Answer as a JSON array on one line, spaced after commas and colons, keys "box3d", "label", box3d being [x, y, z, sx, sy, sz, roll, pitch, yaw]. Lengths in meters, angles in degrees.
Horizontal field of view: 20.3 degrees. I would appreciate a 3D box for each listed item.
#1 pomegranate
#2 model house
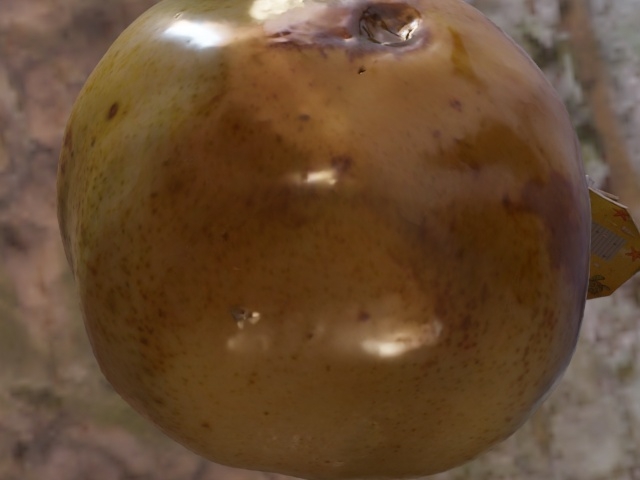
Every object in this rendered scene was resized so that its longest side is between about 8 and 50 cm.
[{"box3d": [0.000, 0.000, 1.337, 0.416, 0.417, 0.416, 172, 90, -88], "label": "pomegranate"}, {"box3d": [0.269, -0.042, 2.021, 0.207, 0.219, 0.136, -60, 4, 46], "label": "model house"}]
